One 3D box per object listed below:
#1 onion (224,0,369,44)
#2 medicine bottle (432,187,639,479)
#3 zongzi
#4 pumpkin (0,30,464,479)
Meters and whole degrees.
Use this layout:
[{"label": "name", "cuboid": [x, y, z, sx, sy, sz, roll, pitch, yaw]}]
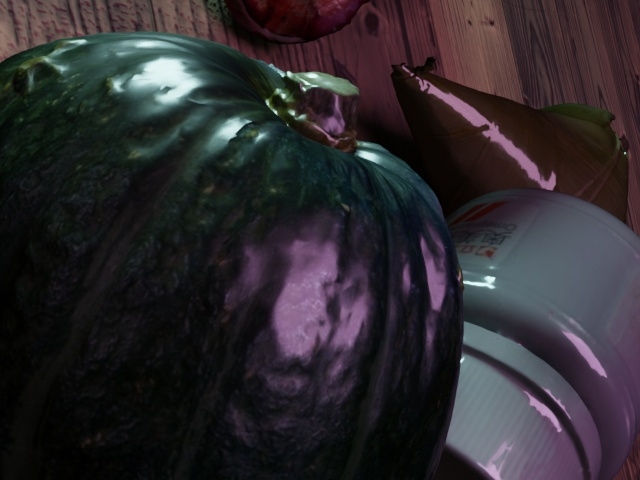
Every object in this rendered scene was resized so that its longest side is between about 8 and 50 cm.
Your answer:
[{"label": "onion", "cuboid": [-0.030, -0.256, 0.778, 0.150, 0.150, 0.140, 31, 18, -46]}, {"label": "medicine bottle", "cuboid": [0.147, 0.123, 0.764, 0.306, 0.245, 0.245, -46, 116, -42]}, {"label": "zongzi", "cuboid": [0.243, -0.138, 1.062, 0.418, 0.181, 0.447, 55, 37, -26]}, {"label": "pumpkin", "cuboid": [-0.094, 0.028, 0.434, 0.197, 0.293, 0.263, 3, 116, -51]}]
